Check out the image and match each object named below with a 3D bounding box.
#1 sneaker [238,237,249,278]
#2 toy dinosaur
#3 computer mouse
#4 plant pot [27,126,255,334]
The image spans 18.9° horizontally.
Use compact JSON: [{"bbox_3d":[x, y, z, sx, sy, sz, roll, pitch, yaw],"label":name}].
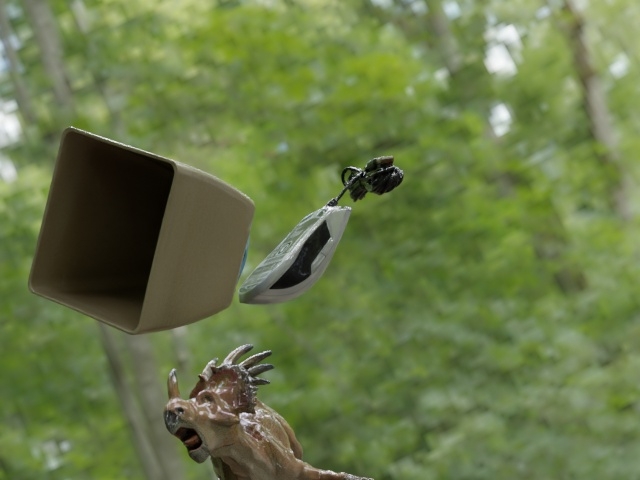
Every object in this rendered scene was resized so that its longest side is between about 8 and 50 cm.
[{"bbox_3d":[-0.089,0.026,1.634,0.063,0.073,0.162,2,25,15],"label":"sneaker"},{"bbox_3d":[-0.072,0.191,1.850,0.127,0.200,0.295,-38,2,-11],"label":"toy dinosaur"},{"bbox_3d":[0.000,0.000,1.728,0.193,0.042,0.106,-47,14,-22],"label":"computer mouse"},{"bbox_3d":[-0.105,-0.004,1.218,0.096,0.109,0.109,7,-81,-49],"label":"plant pot"}]
